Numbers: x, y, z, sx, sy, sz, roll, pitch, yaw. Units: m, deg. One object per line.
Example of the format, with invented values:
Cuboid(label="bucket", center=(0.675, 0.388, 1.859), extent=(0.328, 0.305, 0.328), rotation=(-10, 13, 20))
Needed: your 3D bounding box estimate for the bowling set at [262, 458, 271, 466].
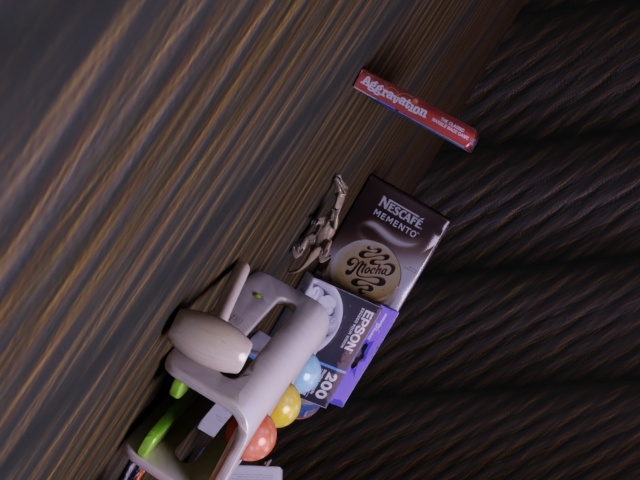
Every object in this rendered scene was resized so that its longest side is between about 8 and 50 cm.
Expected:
Cuboid(label="bowling set", center=(-0.157, 0.485, 1.978), extent=(0.200, 0.287, 0.154), rotation=(-24, 159, -9))

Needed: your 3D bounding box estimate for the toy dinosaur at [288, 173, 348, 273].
Cuboid(label="toy dinosaur", center=(0.000, 0.000, 1.448), extent=(0.183, 0.053, 0.092), rotation=(-63, 174, 28))

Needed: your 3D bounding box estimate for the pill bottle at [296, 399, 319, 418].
Cuboid(label="pill bottle", center=(-0.029, 0.272, 2.194), extent=(0.124, 0.124, 0.221), rotation=(-54, 172, -40))

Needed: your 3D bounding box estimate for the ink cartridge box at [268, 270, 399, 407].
Cuboid(label="ink cartridge box", center=(0.014, 0.180, 1.786), extent=(0.206, 0.208, 0.045), rotation=(-61, -150, 9))

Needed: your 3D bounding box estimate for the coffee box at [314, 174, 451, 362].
Cuboid(label="coffee box", center=(0.093, 0.048, 1.899), extent=(0.297, 0.168, 0.119), rotation=(-61, 174, 7))

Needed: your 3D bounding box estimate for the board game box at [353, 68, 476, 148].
Cuboid(label="board game box", center=(0.125, -0.154, 1.283), extent=(0.027, 0.145, 0.281), rotation=(-63, 174, 8))

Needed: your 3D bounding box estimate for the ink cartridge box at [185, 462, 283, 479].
Cuboid(label="ink cartridge box", center=(-0.141, 0.458, 1.622), extent=(0.092, 0.158, 0.218), rotation=(97, -5, -78))

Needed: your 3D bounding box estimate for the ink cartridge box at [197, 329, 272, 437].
Cuboid(label="ink cartridge box", center=(-0.120, 0.233, 1.551), extent=(0.180, 0.060, 0.104), rotation=(-61, 174, 14))

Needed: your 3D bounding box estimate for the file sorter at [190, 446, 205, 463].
Cuboid(label="file sorter", center=(-0.159, 0.441, 1.746), extent=(0.118, 0.170, 0.104), rotation=(-53, 168, -45))

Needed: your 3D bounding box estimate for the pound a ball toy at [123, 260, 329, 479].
Cuboid(label="pound a ball toy", center=(-0.072, 0.130, 1.099), extent=(0.208, 0.135, 0.319), rotation=(-62, 174, 24))

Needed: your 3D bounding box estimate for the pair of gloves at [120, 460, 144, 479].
Cuboid(label="pair of gloves", center=(-0.209, 0.258, 1.193), extent=(0.074, 0.010, 0.083), rotation=(-58, 171, -3))
